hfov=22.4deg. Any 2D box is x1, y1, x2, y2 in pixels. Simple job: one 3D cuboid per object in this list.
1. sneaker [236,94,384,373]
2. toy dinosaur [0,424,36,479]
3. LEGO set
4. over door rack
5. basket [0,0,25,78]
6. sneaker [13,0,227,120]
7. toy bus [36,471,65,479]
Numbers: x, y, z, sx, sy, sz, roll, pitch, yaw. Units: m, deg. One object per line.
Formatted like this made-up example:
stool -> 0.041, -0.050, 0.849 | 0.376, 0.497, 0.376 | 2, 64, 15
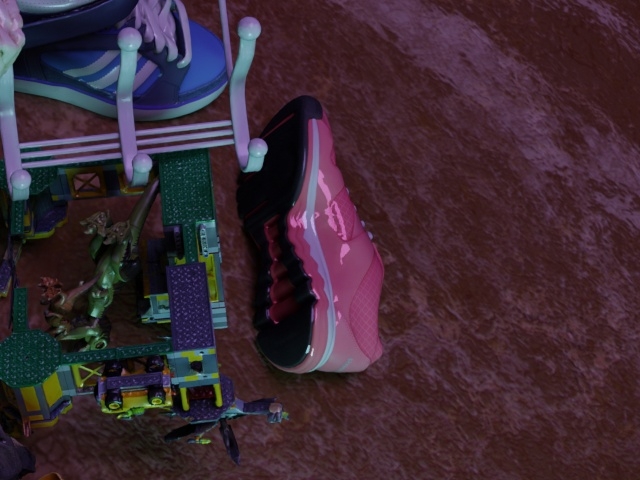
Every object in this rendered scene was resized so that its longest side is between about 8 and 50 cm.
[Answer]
sneaker -> 0.000, 0.001, 1.708 | 0.136, 0.116, 0.313 | 16, 60, -38
toy dinosaur -> -0.295, 0.175, 1.282 | 0.118, 0.064, 0.268 | 47, 13, -4
LEGO set -> -0.186, 0.071, 1.506 | 0.255, 0.192, 0.331 | -12, 50, -8
over door rack -> -0.186, -0.211, 1.447 | 0.240, 0.108, 0.324 | -8, 83, -18
basket -> -0.457, -0.220, 1.377 | 0.266, 0.331, 0.328 | -1, 63, -37
sneaker -> -0.192, -0.238, 1.627 | 0.323, 0.236, 0.130 | 5, 59, -31
toy bus -> -0.190, 0.330, 1.321 | 0.211, 0.149, 0.220 | 40, 16, -34
